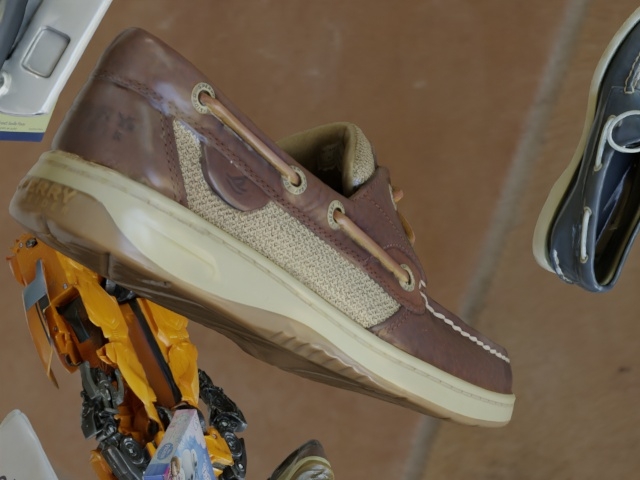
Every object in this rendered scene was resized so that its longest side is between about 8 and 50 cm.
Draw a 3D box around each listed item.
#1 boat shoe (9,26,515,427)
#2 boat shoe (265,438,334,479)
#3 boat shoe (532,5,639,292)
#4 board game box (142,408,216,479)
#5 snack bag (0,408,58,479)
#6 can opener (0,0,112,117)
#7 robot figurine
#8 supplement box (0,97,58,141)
[{"bbox_3d":[0.000,0.000,0.948,0.123,0.342,0.123,13,78,46],"label":"boat shoe"},{"bbox_3d":[-0.035,0.253,1.851,0.056,0.049,0.152,29,123,-21],"label":"boat shoe"},{"bbox_3d":[0.259,-0.079,1.601,0.079,0.095,0.254,30,96,49],"label":"boat shoe"},{"bbox_3d":[-0.105,0.192,1.475,0.020,0.090,0.090,-6,118,16],"label":"board game box"},{"bbox_3d":[-0.371,0.392,2.081,0.323,0.037,0.342,-44,52,17],"label":"snack bag"},{"bbox_3d":[-0.148,-0.208,1.204,0.076,0.095,0.283,26,79,6],"label":"can opener"},{"bbox_3d":[-0.177,0.121,1.769,0.085,0.211,0.291,-36,67,29],"label":"robot figurine"},{"bbox_3d":[-0.225,-0.124,1.324,0.083,0.056,0.083,32,108,28],"label":"supplement box"}]
